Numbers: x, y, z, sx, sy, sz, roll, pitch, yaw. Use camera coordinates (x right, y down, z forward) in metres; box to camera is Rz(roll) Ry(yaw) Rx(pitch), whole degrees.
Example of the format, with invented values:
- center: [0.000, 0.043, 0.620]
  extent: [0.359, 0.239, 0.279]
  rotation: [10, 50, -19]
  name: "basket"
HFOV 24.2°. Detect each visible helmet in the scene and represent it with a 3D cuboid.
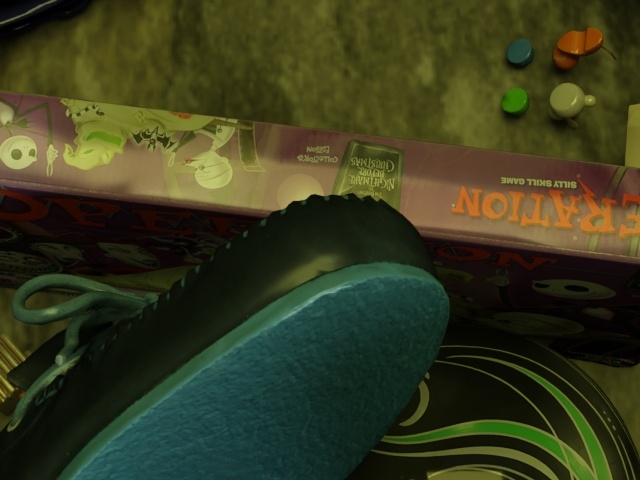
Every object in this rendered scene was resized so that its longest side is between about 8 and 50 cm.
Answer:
- center: [0.069, 0.124, 0.676]
  extent: [0.161, 0.169, 0.169]
  rotation: [15, 72, -1]
  name: "helmet"

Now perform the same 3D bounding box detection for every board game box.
- center: [0.000, 0.000, 0.687]
  extent: [0.346, 0.208, 0.056]
  rotation: [7, 71, 1]
  name: "board game box"

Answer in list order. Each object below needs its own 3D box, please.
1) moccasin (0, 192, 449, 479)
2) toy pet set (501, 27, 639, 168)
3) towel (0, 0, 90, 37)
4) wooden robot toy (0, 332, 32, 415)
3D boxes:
- center: [-0.091, 0.079, 0.613]
  extent: [0.137, 0.342, 0.117]
  rotation: [18, 42, -41]
  name: "moccasin"
- center: [0.160, -0.048, 0.800]
  extent: [0.114, 0.065, 0.122]
  rotation: [-6, 64, 33]
  name: "toy pet set"
- center: [-0.249, -0.241, 0.834]
  extent: [0.227, 0.076, 0.308]
  rotation: [-18, 73, -15]
  name: "towel"
- center: [-0.214, 0.101, 0.712]
  extent: [0.173, 0.079, 0.076]
  rotation: [-25, 74, -9]
  name: "wooden robot toy"
